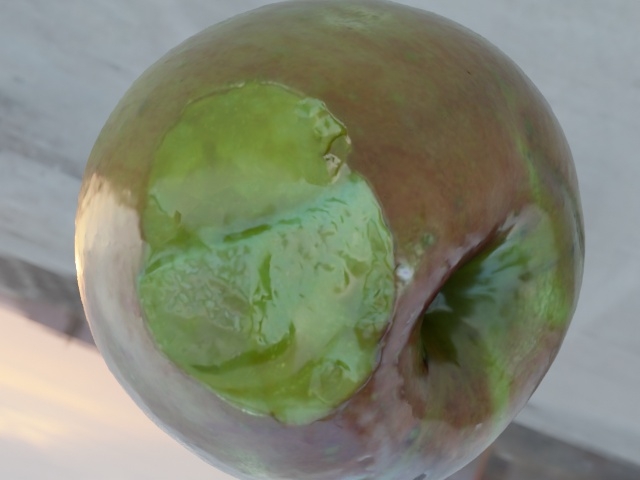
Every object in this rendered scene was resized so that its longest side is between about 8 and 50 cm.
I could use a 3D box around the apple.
[{"bbox_3d":[0.000,0.000,1.174,0.340,0.339,0.339,22,174,2],"label":"apple"}]
